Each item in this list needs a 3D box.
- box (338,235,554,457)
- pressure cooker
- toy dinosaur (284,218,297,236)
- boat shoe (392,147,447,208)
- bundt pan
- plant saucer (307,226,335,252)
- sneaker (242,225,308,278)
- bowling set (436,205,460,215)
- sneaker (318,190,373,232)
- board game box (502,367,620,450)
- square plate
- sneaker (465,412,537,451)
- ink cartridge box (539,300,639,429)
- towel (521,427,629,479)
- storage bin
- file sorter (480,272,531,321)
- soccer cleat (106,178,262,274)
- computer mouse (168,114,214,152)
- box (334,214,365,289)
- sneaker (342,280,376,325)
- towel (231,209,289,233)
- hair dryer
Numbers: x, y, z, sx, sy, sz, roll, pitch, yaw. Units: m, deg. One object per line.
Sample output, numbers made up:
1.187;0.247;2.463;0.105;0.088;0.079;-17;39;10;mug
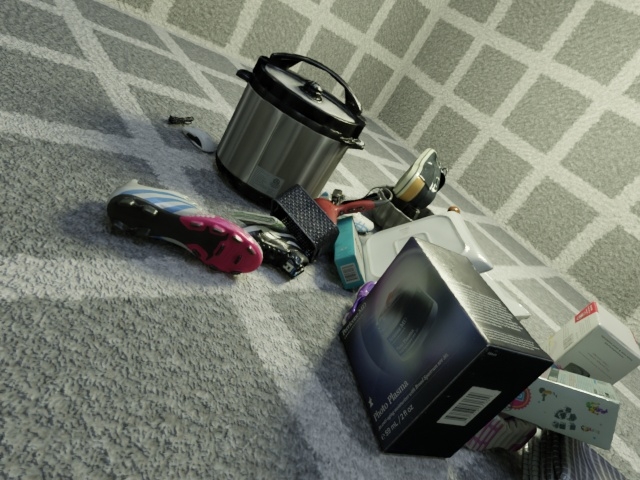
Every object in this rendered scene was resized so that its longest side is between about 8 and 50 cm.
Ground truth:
0.211;0.205;0.850;0.183;0.296;0.294;19;27;-27;box
-0.082;-0.340;1.340;0.370;0.420;0.375;4;37;-46;pressure cooker
-0.077;-0.035;1.247;0.090;0.047;0.082;16;47;-54;toy dinosaur
0.429;-0.256;1.806;0.156;0.187;0.500;39;30;1;boat shoe
0.340;-0.080;1.728;0.331;0.124;0.331;27;25;-13;bundt pan
0.000;0.000;1.293;0.119;0.021;0.119;27;26;-14;plant saucer
-0.108;0.033;1.033;0.217;0.079;0.121;4;36;-49;sneaker
0.556;-0.031;1.826;0.154;0.200;0.287;22;31;-26;bowling set
0.095;-0.095;1.506;0.237;0.086;0.085;23;25;-24;sneaker
0.456;0.323;0.945;0.303;0.097;0.224;12;-2;32;board game box
0.265;0.029;1.241;0.344;0.347;0.049;-88;158;-62;square plate
0.364;0.391;0.949;0.236;0.095;0.104;23;20;-33;sneaker
0.671;0.331;1.158;0.131;0.306;0.226;42;26;16;ink cartridge box
0.549;0.520;0.888;0.235;0.121;0.284;41;25;14;towel
-0.045;-0.045;1.151;0.084;0.122;0.180;-35;75;-22;storage bin
0.425;0.205;1.249;0.278;0.173;0.193;8;34;-44;file sorter
-0.273;-0.040;0.924;0.331;0.116;0.143;24;27;-19;soccer cleat
-0.411;-0.358;1.427;0.193;0.042;0.106;42;25;19;computer mouse
0.081;0.027;1.238;0.244;0.060;0.100;-87;159;-63;box
0.114;0.152;1.051;0.068;0.071;0.170;30;39;5;sneaker
-0.145;-0.040;1.075;0.113;0.023;0.152;11;-8;9;towel
0.068;-0.104;1.294;0.224;0.080;0.293;-1;31;34;hair dryer
